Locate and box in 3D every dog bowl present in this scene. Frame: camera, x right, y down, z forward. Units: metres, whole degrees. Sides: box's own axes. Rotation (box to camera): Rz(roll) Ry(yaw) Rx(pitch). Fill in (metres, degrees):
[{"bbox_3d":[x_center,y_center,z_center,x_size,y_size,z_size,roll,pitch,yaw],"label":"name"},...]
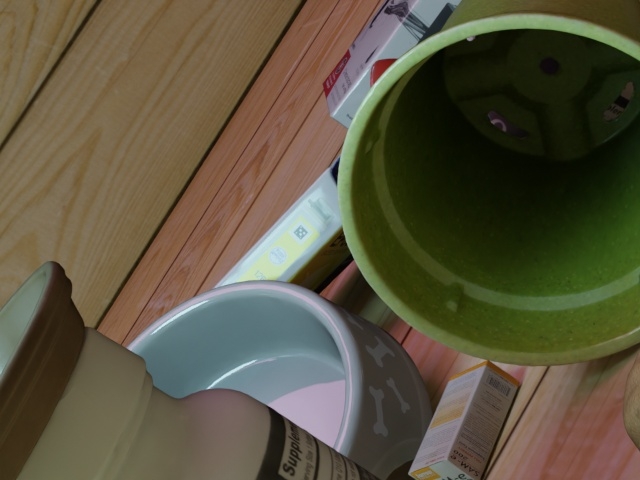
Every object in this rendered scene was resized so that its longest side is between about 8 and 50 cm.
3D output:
[{"bbox_3d":[-0.076,0.188,1.466,0.348,0.102,0.349,-20,47,23],"label":"dog bowl"}]

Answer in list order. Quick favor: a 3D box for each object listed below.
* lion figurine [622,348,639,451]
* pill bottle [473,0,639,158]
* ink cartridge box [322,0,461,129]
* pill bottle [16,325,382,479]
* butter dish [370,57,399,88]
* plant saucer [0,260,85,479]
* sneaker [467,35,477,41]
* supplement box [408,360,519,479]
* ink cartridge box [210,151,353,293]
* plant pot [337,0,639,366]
[{"bbox_3d":[0.251,0.028,0.957,0.392,0.142,0.240,-58,5,6],"label":"lion figurine"},{"bbox_3d":[0.201,-0.134,1.468,0.278,0.162,0.162,-50,14,22],"label":"pill bottle"},{"bbox_3d":[0.130,-0.257,2.118,0.273,0.114,0.197,-52,13,12],"label":"ink cartridge box"},{"bbox_3d":[-0.040,0.221,1.012,0.210,0.363,0.210,-52,14,18],"label":"pill bottle"},{"bbox_3d":[0.127,-0.095,1.670,0.118,0.159,0.160,99,169,-56],"label":"butter dish"},{"bbox_3d":[-0.216,0.137,0.950,0.278,0.041,0.278,-52,13,17],"label":"plant saucer"},{"bbox_3d":[0.180,-0.160,1.753,0.279,0.107,0.118,-60,27,-2],"label":"sneaker"},{"bbox_3d":[0.117,0.153,1.340,0.062,0.036,0.098,-34,25,58],"label":"supplement box"},{"bbox_3d":[0.000,0.000,1.818,0.307,0.072,0.303,-43,-8,11],"label":"ink cartridge box"},{"bbox_3d":[0.167,-0.089,1.254,0.276,0.276,0.254,-48,12,29],"label":"plant pot"}]
